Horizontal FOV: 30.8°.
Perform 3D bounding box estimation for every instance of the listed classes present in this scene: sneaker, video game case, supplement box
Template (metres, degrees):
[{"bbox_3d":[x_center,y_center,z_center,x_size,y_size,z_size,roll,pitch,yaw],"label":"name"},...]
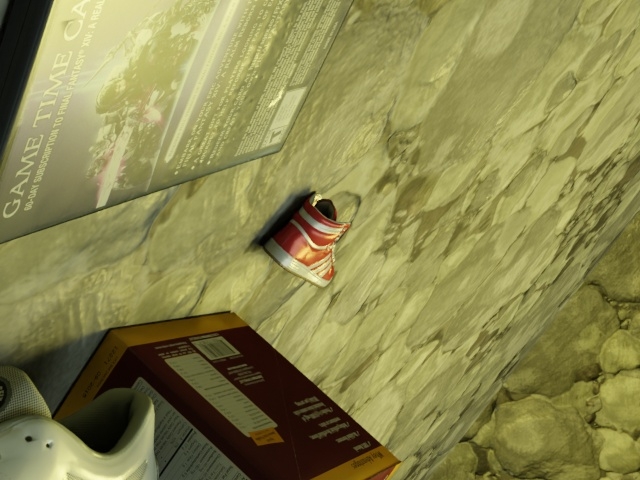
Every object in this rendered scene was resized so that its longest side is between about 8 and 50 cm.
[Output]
[{"bbox_3d":[0.000,0.000,0.983,0.067,0.042,0.118,-49,160,5],"label":"sneaker"},{"bbox_3d":[-0.071,-0.105,0.643,0.274,0.026,0.196,-23,148,-52],"label":"video game case"},{"bbox_3d":[-0.076,0.170,0.893,0.129,0.194,0.191,-55,161,15],"label":"supplement box"},{"bbox_3d":[-0.222,0.141,0.651,0.330,0.122,0.146,1,102,-55],"label":"sneaker"}]
